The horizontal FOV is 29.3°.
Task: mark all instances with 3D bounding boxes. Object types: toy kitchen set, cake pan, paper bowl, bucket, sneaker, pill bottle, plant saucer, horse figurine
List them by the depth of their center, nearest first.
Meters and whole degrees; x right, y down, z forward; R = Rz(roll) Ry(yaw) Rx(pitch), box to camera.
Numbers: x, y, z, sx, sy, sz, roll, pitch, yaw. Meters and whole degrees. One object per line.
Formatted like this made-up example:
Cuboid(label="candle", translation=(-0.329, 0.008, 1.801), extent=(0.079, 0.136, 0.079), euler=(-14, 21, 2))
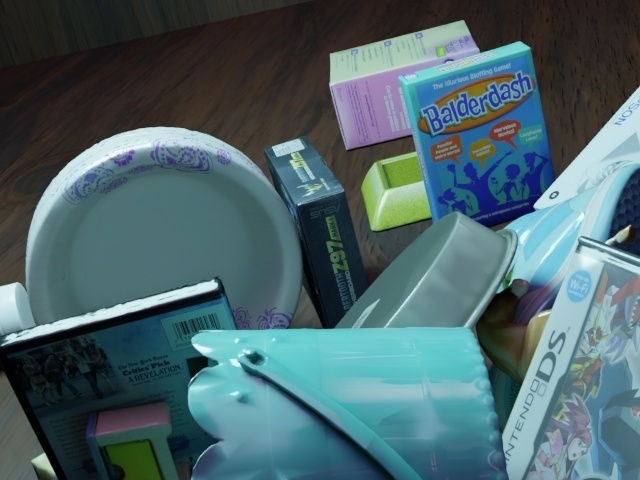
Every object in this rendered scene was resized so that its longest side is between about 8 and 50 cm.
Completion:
Cuboid(label="bucket", translation=(0.021, 0.184, 0.800), extent=(0.183, 0.281, 0.281), euler=(-6, 21, 0))
Cuboid(label="toy kitchen set", translation=(-0.146, 0.243, 0.896), extent=(0.122, 0.166, 0.207), euler=(-16, 21, -4))
Cuboid(label="horse figurine", translation=(0.223, 0.118, 0.940), extent=(0.174, 0.263, 0.066), euler=(-39, -25, 29))
Cuboid(label="cake pan", translation=(0.057, 0.087, 1.080), extent=(0.293, 0.054, 0.293), euler=(-50, 4, 4))
Cuboid(label="sneaker", translation=(0.213, 0.077, 1.171), extent=(0.319, 0.127, 0.208), euler=(-51, 14, -30))
Cuboid(label="paper bowl", translation=(-0.170, 0.019, 1.310), extent=(0.284, 0.284, 0.148), euler=(-18, 20, -7))
Cuboid(label="pill bottle", translation=(-0.455, 0.115, 1.507), extent=(0.194, 0.108, 0.108), euler=(-15, 21, 0))
Cuboid(label="plant saucer", translation=(0.149, -0.085, 1.686), extent=(0.188, 0.045, 0.188), euler=(-14, 21, 2))

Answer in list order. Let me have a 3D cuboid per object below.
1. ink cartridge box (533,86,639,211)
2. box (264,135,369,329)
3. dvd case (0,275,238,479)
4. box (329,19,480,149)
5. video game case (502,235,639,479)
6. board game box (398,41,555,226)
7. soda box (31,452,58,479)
Cuboid(label="ink cartridge box", translation=(0.388, -0.083, 1.406), extent=(0.223, 0.045, 0.224), euler=(-47, 30, -13))
Cuboid(label="box", translation=(0.000, 0.000, 1.382), extent=(0.059, 0.183, 0.232), euler=(-17, 22, -4))
Cuboid(label="dvd case", translation=(-0.134, 0.154, 0.998), extent=(0.180, 0.253, 0.022), euler=(-15, 35, 1))
Cuboid(label="box", translation=(0.144, -0.259, 2.027), extent=(0.243, 0.117, 0.213), euler=(-14, 21, 5))
Cuboid(label="video game case", translation=(0.225, 0.147, 0.813), extent=(0.035, 0.248, 0.275), euler=(19, 5, -32))
Cuboid(label="board game box", translation=(0.199, -0.122, 1.518), extent=(0.160, 0.210, 0.047), euler=(-17, 21, -3))
Cuboid(label="soda box", translation=(-0.183, 0.198, 1.184), extent=(0.181, 0.058, 0.061), euler=(-29, 25, -34))
